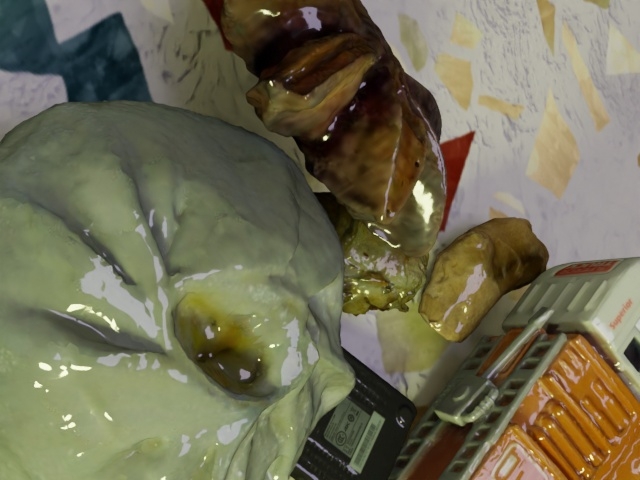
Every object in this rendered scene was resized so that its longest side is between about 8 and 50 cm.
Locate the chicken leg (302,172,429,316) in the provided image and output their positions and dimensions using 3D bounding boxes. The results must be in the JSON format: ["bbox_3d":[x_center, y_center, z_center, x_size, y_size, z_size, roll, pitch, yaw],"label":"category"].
[{"bbox_3d":[0.000,0.000,1.219,0.228,0.088,0.103,27,79,-37],"label":"chicken leg"}]

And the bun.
[{"bbox_3d":[-0.104,0.057,1.019,0.354,0.194,0.354,6,82,-46],"label":"bun"}]

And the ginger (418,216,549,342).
[{"bbox_3d":[0.153,0.032,1.385,0.190,0.069,0.095,-28,106,-46],"label":"ginger"}]

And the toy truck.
[{"bbox_3d":[0.206,0.178,1.318,0.207,0.173,0.387,51,61,-20],"label":"toy truck"}]

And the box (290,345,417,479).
[{"bbox_3d":[0.015,0.157,1.231,0.125,0.027,0.126,40,55,-17],"label":"box"}]

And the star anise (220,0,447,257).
[{"bbox_3d":[0.011,-0.127,1.165,0.315,0.108,0.315,52,10,-13],"label":"star anise"}]
